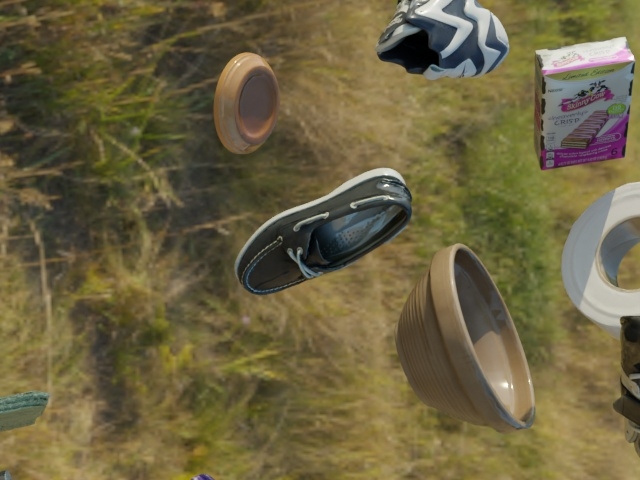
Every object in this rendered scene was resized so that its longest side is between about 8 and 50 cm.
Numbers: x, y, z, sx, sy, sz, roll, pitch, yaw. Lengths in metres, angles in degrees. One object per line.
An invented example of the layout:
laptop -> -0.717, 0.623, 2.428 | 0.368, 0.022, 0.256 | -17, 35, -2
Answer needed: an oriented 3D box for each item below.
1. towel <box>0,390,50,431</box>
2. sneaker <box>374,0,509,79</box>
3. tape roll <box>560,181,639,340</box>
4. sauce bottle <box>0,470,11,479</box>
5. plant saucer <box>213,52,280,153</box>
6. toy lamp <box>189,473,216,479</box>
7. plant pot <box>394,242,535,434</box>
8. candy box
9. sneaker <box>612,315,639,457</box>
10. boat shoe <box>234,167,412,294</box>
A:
towel -> -0.437, 0.233, 1.392 | 0.148, 0.110, 0.027 | -11, 69, -27
sneaker -> 0.113, -0.293, 1.296 | 0.153, 0.094, 0.235 | -23, 82, -35
tape roll -> 0.579, 0.041, 1.865 | 0.100, 0.286, 0.286 | 33, 55, -45
sauce bottle -> -0.460, 0.322, 1.339 | 0.042, 0.128, 0.042 | 168, -90, -88
plant saucer -> -0.137, -0.268, 2.060 | 0.200, 0.037, 0.200 | -27, 122, -55
toy lamp -> -0.124, 0.459, 1.555 | 0.080, 0.275, 0.080 | -22, 135, -24
plant pot -> 0.165, 0.132, 1.276 | 0.237, 0.109, 0.237 | 49, 27, -36
candy box -> 0.462, -0.237, 1.852 | 0.233, 0.159, 0.071 | 77, 6, -48
sneaker -> 0.416, 0.188, 1.243 | 0.330, 0.122, 0.146 | 47, 56, -57
boat shoe -> 0.000, 0.000, 1.566 | 0.114, 0.302, 0.091 | 46, 18, -30
